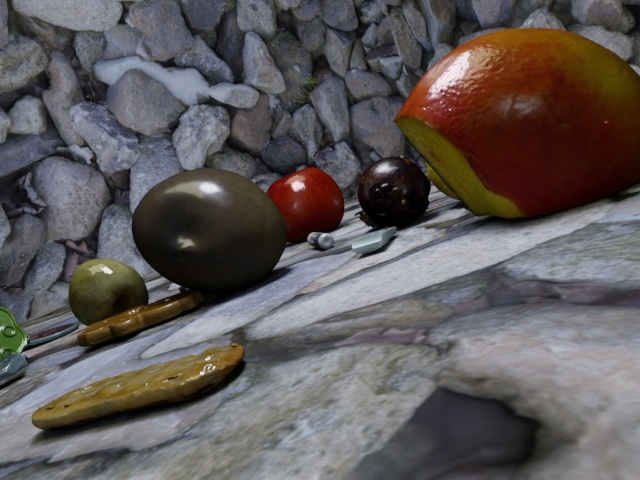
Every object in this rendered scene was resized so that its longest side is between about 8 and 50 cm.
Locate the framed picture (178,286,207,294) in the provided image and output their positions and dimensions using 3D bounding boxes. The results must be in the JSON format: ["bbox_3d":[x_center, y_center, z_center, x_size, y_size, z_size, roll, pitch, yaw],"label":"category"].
[{"bbox_3d":[-0.286,0.111,1.279,0.128,0.023,0.168,-21,6,-16],"label":"framed picture"}]

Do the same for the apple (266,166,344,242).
[{"bbox_3d":[-0.057,-0.112,1.675,0.261,0.216,0.260,-22,4,2],"label":"apple"}]

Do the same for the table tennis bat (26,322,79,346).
[{"bbox_3d":[-0.785,0.272,1.394,0.244,0.040,0.153,-17,5,-20],"label":"table tennis bat"}]

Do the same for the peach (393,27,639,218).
[{"bbox_3d":[0.326,-0.194,0.821,0.381,0.306,0.242,-15,-1,-2],"label":"peach"}]

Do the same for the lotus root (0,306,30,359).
[{"bbox_3d":[-0.705,0.231,1.011,0.186,0.186,0.186,-19,6,2],"label":"lotus root"}]

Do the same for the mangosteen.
[{"bbox_3d":[0.170,-0.118,1.182,0.173,0.172,0.184,-16,28,28],"label":"mangosteen"}]

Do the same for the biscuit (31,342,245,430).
[{"bbox_3d":[-0.196,0.156,0.556,0.247,0.029,0.118,-18,6,15],"label":"biscuit"}]

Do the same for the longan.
[{"bbox_3d":[-0.241,-0.023,1.121,0.350,0.288,0.288,14,24,30],"label":"longan"}]

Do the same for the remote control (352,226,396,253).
[{"bbox_3d":[0.109,-0.001,1.009,0.061,0.029,0.162,-15,2,21],"label":"remote control"}]

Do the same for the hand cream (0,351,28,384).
[{"bbox_3d":[-0.609,0.252,0.872,0.075,0.052,0.248,-1,11,23],"label":"hand cream"}]

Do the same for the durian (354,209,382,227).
[{"bbox_3d":[0.149,-0.072,1.284,0.140,0.071,0.110,-27,-27,-31],"label":"durian"}]

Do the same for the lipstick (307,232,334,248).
[{"bbox_3d":[0.000,0.000,1.293,0.040,0.040,0.141,-21,7,-11],"label":"lipstick"}]

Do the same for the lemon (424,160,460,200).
[{"bbox_3d":[0.328,-0.173,1.151,0.206,0.173,0.173,21,32,38],"label":"lemon"}]

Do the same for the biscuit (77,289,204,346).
[{"bbox_3d":[-0.360,0.157,1.048,0.249,0.035,0.184,-20,7,-13],"label":"biscuit"}]

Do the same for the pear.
[{"bbox_3d":[-0.477,0.121,1.155,0.137,0.167,0.167,15,29,40],"label":"pear"}]
